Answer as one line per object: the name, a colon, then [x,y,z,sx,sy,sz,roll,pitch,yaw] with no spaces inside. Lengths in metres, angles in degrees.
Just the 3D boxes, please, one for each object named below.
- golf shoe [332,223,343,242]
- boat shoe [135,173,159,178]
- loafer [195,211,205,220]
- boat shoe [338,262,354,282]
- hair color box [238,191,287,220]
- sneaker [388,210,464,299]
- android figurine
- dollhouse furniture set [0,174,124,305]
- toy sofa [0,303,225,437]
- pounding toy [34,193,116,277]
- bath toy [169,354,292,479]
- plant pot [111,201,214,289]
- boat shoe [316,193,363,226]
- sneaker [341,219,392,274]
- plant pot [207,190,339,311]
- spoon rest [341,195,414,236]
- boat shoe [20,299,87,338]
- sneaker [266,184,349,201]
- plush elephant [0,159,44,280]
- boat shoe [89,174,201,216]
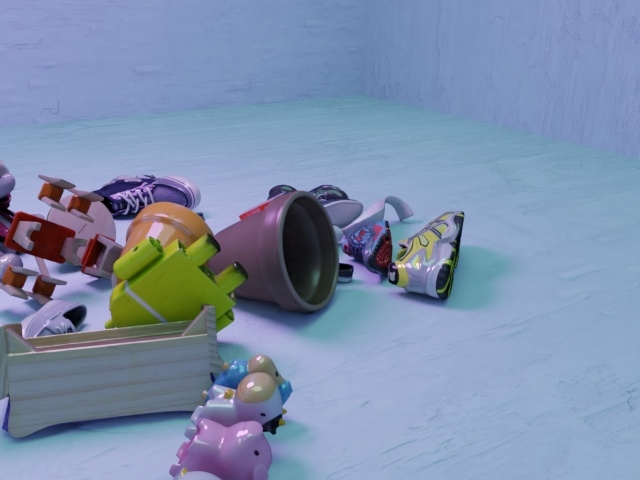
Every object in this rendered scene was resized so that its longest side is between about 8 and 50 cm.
golf shoe: [0.000,0.000,1.768,0.186,0.067,0.086,-6,31,-45]
boat shoe: [-0.546,-0.175,2.210,0.076,0.080,0.228,-11,16,-25]
loafer: [-0.393,-0.006,1.789,0.096,0.084,0.267,-24,3,30]
boat shoe: [0.011,0.064,1.600,0.142,0.040,0.049,12,29,-11]
hair color box: [-0.159,-0.089,1.946,0.141,0.043,0.072,-24,10,28]
sneaker: [0.267,0.012,1.649,0.147,0.145,0.385,8,20,16]
android figurine: [-0.277,0.107,1.260,0.273,0.248,0.056,-38,32,9]
dollhouse furniture set: [-0.579,0.011,1.509,0.135,0.262,0.259,15,-9,37]
toy sofa: [-0.349,0.211,1.141,0.362,0.177,0.150,-5,-3,-14]
pounding toy: [-0.640,-0.008,1.680,0.110,0.183,0.237,-15,10,42]
bath toy: [-0.121,0.293,0.936,0.129,0.151,0.348,36,20,-8]
plant pot: [-0.357,0.050,1.479,0.205,0.205,0.188,7,37,15]
boat shoe: [0.002,-0.079,1.952,0.254,0.095,0.079,-18,38,-20]
sneaker: [0.116,0.029,1.699,0.125,0.104,0.262,-10,13,11]
plant pot: [-0.115,0.033,1.482,0.229,0.263,0.263,-7,15,28]
spoon rest: [0.158,-0.071,1.918,0.137,0.084,0.276,-27,-6,42]
boat shoe: [-0.510,0.170,1.289,0.081,0.079,0.227,-3,18,1]
sneaker: [-0.044,-0.106,2.045,0.267,0.101,0.106,2,33,20]
plush elephant: [-0.833,-0.080,1.686,0.330,0.255,0.272,8,22,18]
boat shoe: [-0.534,-0.119,2.017,0.340,0.127,0.158,3,26,29]
